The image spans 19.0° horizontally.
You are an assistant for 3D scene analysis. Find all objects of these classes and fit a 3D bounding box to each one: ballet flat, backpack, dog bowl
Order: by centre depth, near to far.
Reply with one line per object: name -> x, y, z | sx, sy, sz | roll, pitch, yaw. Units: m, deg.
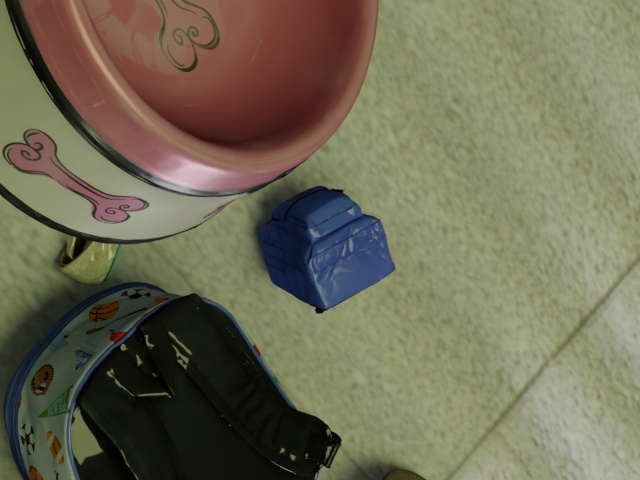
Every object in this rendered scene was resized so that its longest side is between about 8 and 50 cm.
dog bowl -> -0.118, -0.207, 1.455 | 0.408, 0.150, 0.408 | 11, 75, -46
ballet flat -> -0.189, -0.039, 1.713 | 0.052, 0.057, 0.168 | 18, 96, -27
backpack -> -0.152, 0.170, 1.715 | 0.276, 0.213, 0.263 | -45, 131, -33
backpack -> 0.000, 0.000, 1.814 | 0.098, 0.120, 0.101 | -23, 109, -23

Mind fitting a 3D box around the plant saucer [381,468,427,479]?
plant saucer -> 0.131, 0.364, 1.967 | 0.041, 0.278, 0.278 | -34, 128, 16
